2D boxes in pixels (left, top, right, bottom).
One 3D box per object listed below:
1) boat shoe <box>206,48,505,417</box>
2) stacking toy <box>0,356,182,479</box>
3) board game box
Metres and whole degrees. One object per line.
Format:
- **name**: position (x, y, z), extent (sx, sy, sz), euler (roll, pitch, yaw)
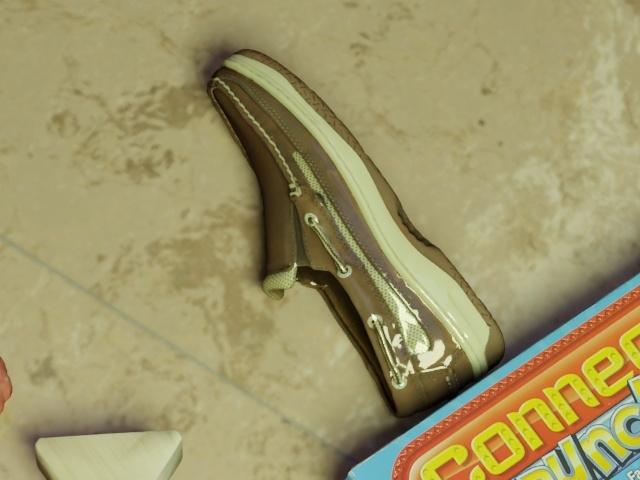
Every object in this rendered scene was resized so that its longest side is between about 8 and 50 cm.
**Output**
- **boat shoe**: position (0.001, -0.002, 1.221), extent (0.095, 0.095, 0.257), euler (-37, 77, -13)
- **stacking toy**: position (-0.232, 0.142, 1.057), extent (0.279, 0.130, 0.309), euler (12, 50, 8)
- **board game box**: position (0.217, 0.187, 1.174), extent (0.308, 0.086, 0.302), euler (-33, 76, -18)
